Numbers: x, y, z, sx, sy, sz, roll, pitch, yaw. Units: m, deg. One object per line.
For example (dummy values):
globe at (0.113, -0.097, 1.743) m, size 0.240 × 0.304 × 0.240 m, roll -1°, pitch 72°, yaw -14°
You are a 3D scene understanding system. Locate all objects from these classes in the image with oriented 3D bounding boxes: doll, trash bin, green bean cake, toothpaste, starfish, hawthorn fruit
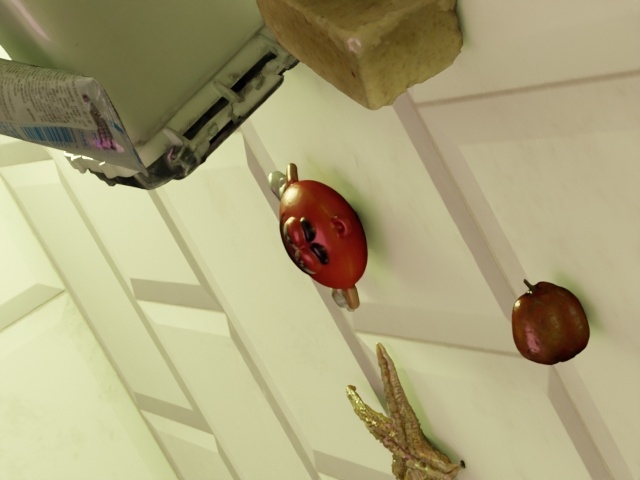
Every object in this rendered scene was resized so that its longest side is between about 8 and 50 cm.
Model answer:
doll at (0.000, 0.000, 1.999) m, size 0.183 × 0.085 × 0.217 m, roll 62°, pitch 170°, yaw -11°
trash bin at (-0.217, -0.247, 1.785) m, size 0.368 × 0.256 × 0.296 m, roll 50°, pitch 167°, yaw -20°
green bean cake at (0.032, -0.197, 1.544) m, size 0.179 × 0.109 × 0.085 m, roll 38°, pitch 155°, yaw 44°
toothpaste at (-0.284, -0.133, 1.718) m, size 0.299 × 0.073 × 0.114 m, roll 16°, pitch 141°, yaw 40°
starfish at (0.099, 0.249, 2.208) m, size 0.231 × 0.048 × 0.295 m, roll 17°, pitch 136°, yaw 63°
hawthorn fruit at (0.208, 0.076, 1.613) m, size 0.077 × 0.077 × 0.077 m, roll 49°, pitch 160°, yaw 24°
